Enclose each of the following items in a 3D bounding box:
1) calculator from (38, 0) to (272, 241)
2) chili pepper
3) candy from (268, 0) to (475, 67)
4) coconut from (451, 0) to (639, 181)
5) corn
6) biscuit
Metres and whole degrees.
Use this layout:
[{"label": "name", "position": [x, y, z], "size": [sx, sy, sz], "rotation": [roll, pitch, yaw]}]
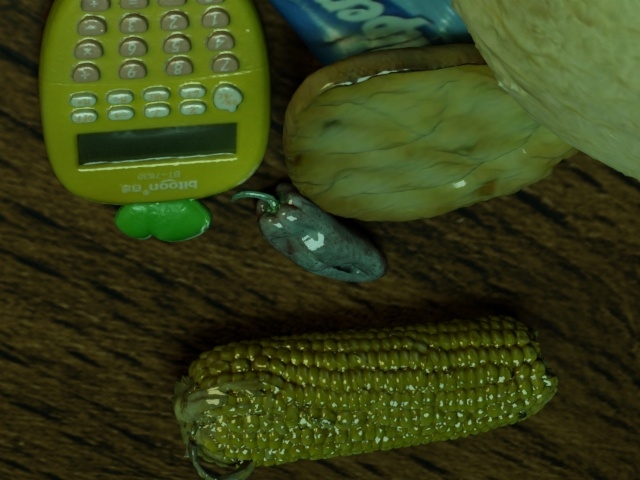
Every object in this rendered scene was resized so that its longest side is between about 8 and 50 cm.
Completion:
[{"label": "calculator", "position": [-0.103, -0.088, 1.089], "size": [0.146, 0.032, 0.235], "rotation": [-5, 136, -8]}, {"label": "chili pepper", "position": [0.000, 0.001, 1.203], "size": [0.050, 0.041, 0.153], "rotation": [9, 158, 46]}, {"label": "candy", "position": [0.037, -0.175, 1.002], "size": [0.187, 0.077, 0.331], "rotation": [-23, 138, 23]}, {"label": "coconut", "position": [0.222, -0.203, 0.819], "size": [0.404, 0.405, 0.405], "rotation": [-7, 137, -6]}, {"label": "corn", "position": [0.036, 0.111, 1.286], "size": [0.293, 0.106, 0.106], "rotation": [-8, 137, -7]}, {"label": "biscuit", "position": [0.073, -0.070, 1.097], "size": [0.203, 0.041, 0.260], "rotation": [-23, 157, 30]}]
